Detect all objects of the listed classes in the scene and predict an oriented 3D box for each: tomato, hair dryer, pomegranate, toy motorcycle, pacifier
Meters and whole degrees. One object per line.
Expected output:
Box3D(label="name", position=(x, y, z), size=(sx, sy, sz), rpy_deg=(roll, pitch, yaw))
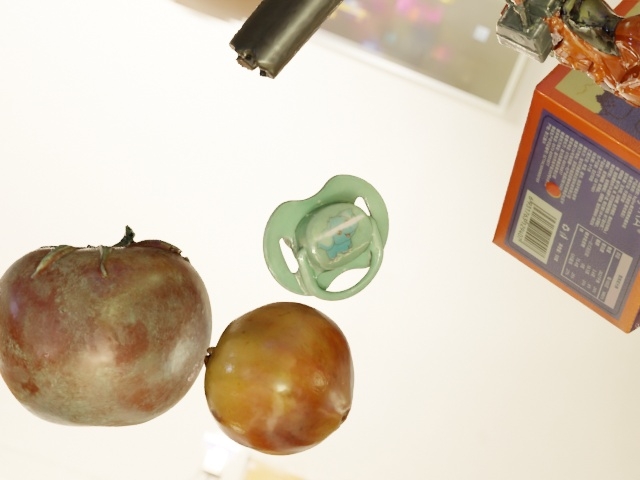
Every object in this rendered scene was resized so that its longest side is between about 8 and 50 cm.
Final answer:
Box3D(label="tomato", position=(-0.309, 0.121, 2.530), size=(0.317, 0.282, 0.316), rpy_deg=(-2, 180, 0))
Box3D(label="hair dryer", position=(0.020, -0.226, 1.308), size=(0.197, 0.251, 0.089), rpy_deg=(38, 178, 40))
Box3D(label="pomegranate", position=(-0.052, 0.179, 2.349), size=(0.209, 0.209, 0.209), rpy_deg=(20, -165, -5))
Box3D(label="toy motorcycle", position=(0.334, -0.215, 1.948), size=(0.326, 0.147, 0.221), rpy_deg=(30, 166, 24))
Box3D(label="pacifier", position=(0.000, 0.000, 1.898), size=(0.126, 0.150, 0.117), rpy_deg=(60, 157, -14))

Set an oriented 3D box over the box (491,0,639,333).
Box3D(label="box", position=(0.444, -0.118, 2.440), size=(0.257, 0.348, 0.318), rpy_deg=(36, -123, 19))
